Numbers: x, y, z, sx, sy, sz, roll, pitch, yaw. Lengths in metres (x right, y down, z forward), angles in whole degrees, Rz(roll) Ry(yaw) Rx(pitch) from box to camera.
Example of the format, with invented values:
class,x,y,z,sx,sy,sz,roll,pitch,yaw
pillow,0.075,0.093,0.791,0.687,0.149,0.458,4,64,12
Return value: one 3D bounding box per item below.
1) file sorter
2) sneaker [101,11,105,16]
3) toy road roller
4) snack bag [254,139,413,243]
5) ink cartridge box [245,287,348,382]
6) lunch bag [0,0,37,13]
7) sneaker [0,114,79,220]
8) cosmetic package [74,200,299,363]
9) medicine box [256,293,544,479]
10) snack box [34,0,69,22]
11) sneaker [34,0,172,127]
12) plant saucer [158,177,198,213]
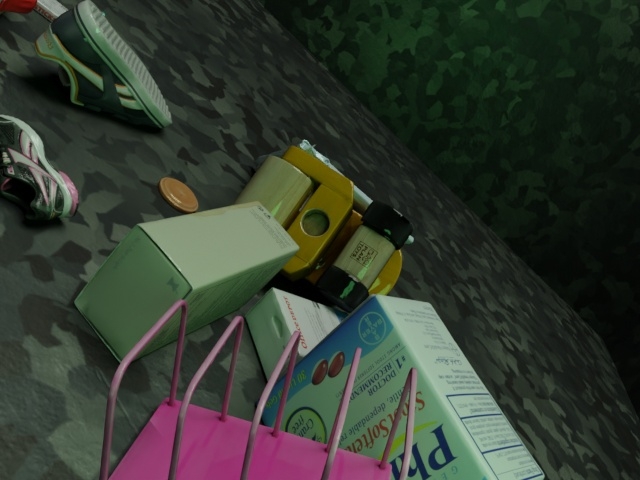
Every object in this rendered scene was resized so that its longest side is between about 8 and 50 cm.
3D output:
class,x,y,z,sx,sy,sz,roll,pitch,yaw
file sorter,-0.056,0.202,0.681,0.290,0.182,0.202,15,22,5
sneaker,-0.466,-0.417,1.310,0.065,0.076,0.167,30,27,-32
toy road roller,0.000,0.000,1.265,0.329,0.203,0.240,34,-11,7
snack bag,0.021,-0.081,1.417,0.323,0.037,0.342,41,-13,-17
ink cartridge box,-0.016,0.173,1.091,0.190,0.082,0.140,23,31,-42
lunch bag,-0.604,-0.482,1.114,0.258,0.120,0.293,34,27,-24
sneaker,-0.408,-0.098,0.884,0.178,0.072,0.077,43,32,9
cosmetic package,-0.172,0.046,0.934,0.113,0.160,0.309,49,21,10
medicine box,0.093,0.267,0.884,0.149,0.263,0.289,15,37,-50
snack box,-0.586,-0.499,1.309,0.178,0.022,0.064,36,25,-23
sneaker,-0.391,-0.297,1.202,0.126,0.127,0.321,65,4,27
plant saucer,-0.257,-0.084,1.195,0.083,0.013,0.083,37,24,-20
